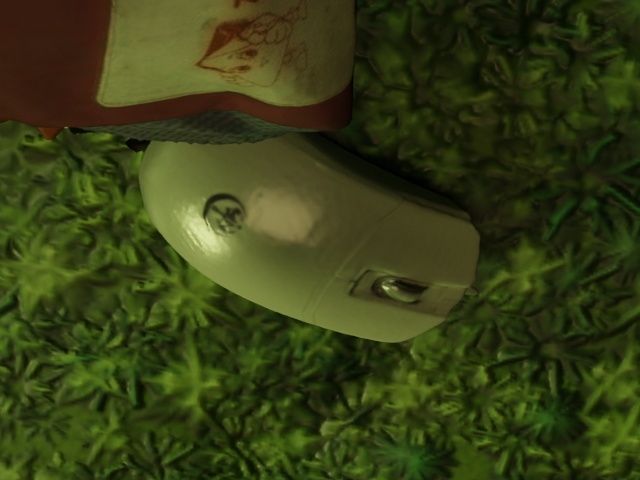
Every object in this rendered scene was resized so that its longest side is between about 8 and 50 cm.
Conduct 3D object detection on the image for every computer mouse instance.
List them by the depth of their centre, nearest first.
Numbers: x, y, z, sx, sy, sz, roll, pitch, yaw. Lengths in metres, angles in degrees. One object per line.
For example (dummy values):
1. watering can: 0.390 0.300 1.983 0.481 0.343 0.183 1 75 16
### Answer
1. computer mouse: 0.000 0.000 0.753 0.181 0.056 0.089 25 121 -18

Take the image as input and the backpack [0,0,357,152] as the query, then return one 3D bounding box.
1. backpack: -0.136 -0.157 0.560 0.317 0.197 0.283 -5 124 -13
